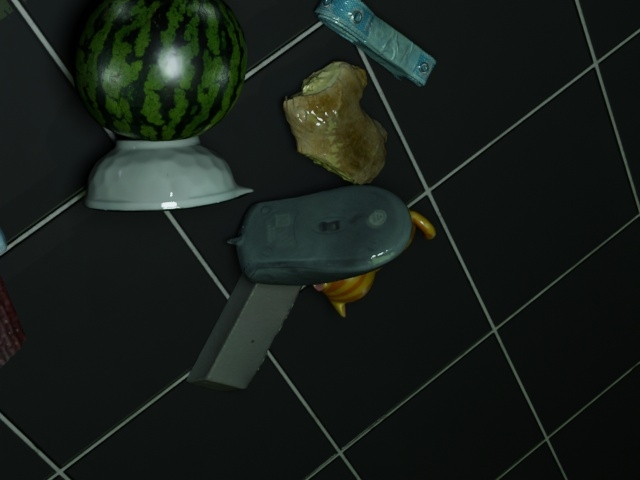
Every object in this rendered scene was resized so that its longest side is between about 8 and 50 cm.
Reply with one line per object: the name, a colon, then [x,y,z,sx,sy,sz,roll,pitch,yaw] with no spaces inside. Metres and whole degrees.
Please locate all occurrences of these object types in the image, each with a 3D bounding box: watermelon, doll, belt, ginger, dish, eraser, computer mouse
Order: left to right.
dish: [-0.282,-0.127,1.780,0.303,0.303,0.120,-8,102,-27]
watermelon: [-0.263,-0.300,1.667,0.285,0.285,0.285,-14,122,-24]
eraser: [-0.156,0.183,2.128,0.111,0.077,0.352,20,105,-34]
computer mouse: [0.000,0.000,1.991,0.371,0.188,0.122,-5,149,8]
ginger: [0.043,-0.234,1.985,0.276,0.130,0.221,17,90,-46]
doll: [0.087,0.013,2.123,0.269,0.162,0.166,-45,125,-2]
belt: [0.113,-0.395,1.964,0.302,0.087,0.072,29,87,-39]

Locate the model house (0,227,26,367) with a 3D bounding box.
model house: [-0.655,0.142,1.677,0.339,0.297,0.360,-26,125,-20]
